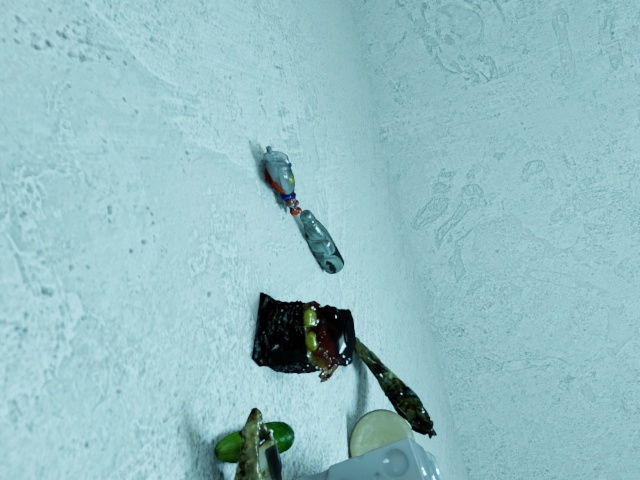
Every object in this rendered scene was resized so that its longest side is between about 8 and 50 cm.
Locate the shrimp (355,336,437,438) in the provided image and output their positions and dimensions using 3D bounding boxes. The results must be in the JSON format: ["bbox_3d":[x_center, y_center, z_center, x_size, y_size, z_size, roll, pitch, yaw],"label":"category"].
[{"bbox_3d":[0.179,0.367,1.438,0.233,0.071,0.365,52,-3,-23],"label":"shrimp"}]

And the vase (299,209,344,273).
[{"bbox_3d":[0.000,0.000,1.378,0.211,0.059,0.060,62,22,-43],"label":"vase"}]

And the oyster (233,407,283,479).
[{"bbox_3d":[-0.080,0.392,0.782,0.128,0.078,0.346,-29,116,-55],"label":"oyster"}]

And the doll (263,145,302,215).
[{"bbox_3d":[-0.083,-0.132,1.215,0.195,0.062,0.104,68,19,-48],"label":"doll"}]

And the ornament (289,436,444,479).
[{"bbox_3d":[0.113,0.519,0.975,0.239,0.239,0.240,52,17,-54],"label":"ornament"}]

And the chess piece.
[{"bbox_3d":[0.185,0.546,1.422,0.300,0.166,0.167,57,25,-57],"label":"chess piece"}]

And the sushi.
[{"bbox_3d":[-0.015,0.183,1.039,0.172,0.150,0.153,60,23,-44],"label":"sushi"}]

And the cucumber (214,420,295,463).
[{"bbox_3d":[-0.087,0.316,0.876,0.250,0.055,0.056,29,50,-67],"label":"cucumber"}]
